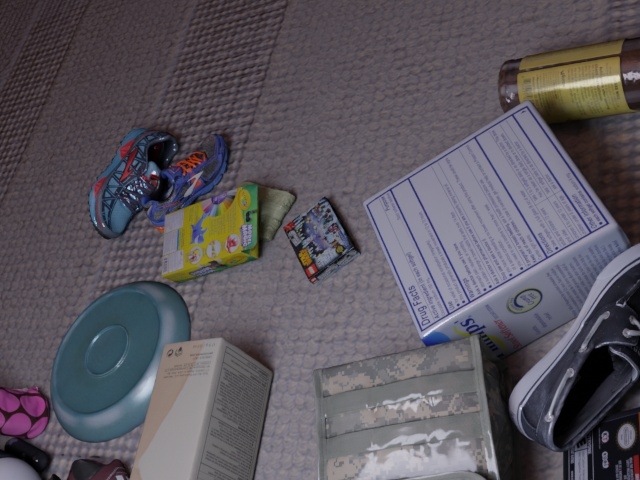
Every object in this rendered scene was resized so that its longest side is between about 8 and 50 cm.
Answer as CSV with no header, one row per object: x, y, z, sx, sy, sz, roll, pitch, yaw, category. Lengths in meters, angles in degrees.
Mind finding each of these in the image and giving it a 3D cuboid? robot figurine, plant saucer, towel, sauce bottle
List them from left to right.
-0.587,0.433,1.498,0.278,0.174,0.209,7,75,38,robot figurine
-0.374,0.205,1.596,0.318,0.043,0.317,-18,50,24,plant saucer
-0.121,-0.054,1.610,0.148,0.027,0.110,16,71,41,towel
0.436,-0.236,1.286,0.345,0.111,0.111,-2,59,34,sauce bottle

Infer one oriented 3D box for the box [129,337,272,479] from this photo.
-0.181,0.316,1.310,0.121,0.148,0.311,-10,54,31,box

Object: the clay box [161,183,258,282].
-0.186,-0.011,1.580,0.222,0.053,0.127,-16,63,32,clay box

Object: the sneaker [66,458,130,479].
-0.411,0.454,1.419,0.281,0.106,0.162,-34,38,-1,sneaker

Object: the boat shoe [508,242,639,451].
0.353,0.126,1.062,0.301,0.108,0.102,-46,19,-6,boat shoe

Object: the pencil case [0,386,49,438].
-0.591,0.291,1.572,0.095,0.209,0.098,-16,62,33,pencil case

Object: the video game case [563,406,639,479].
0.372,0.297,0.938,0.248,0.035,0.274,-29,36,39,video game case

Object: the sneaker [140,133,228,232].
-0.261,-0.120,1.712,0.083,0.087,0.221,26,77,43,sneaker

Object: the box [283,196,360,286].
0.000,0.000,1.485,0.094,0.027,0.137,-37,46,9,box

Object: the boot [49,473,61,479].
-0.445,0.426,1.365,0.114,0.037,0.106,-35,33,4,boot

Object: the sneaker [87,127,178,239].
-0.371,-0.121,1.782,0.125,0.104,0.261,3,62,34,sneaker

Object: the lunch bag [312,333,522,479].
0.123,0.290,1.101,0.235,0.169,0.286,-15,60,22,lunch bag

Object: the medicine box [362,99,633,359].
0.243,-0.002,1.229,0.289,0.149,0.263,-32,46,13,medicine box
